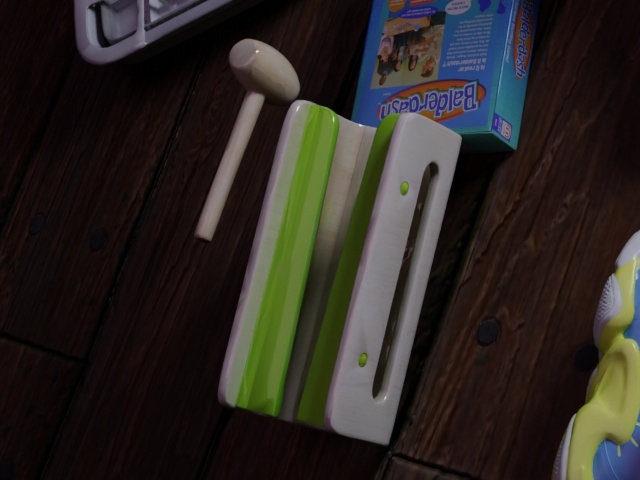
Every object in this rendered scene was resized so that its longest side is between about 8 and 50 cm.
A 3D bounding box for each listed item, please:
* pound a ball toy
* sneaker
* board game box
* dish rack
[{"bbox_3d":[0.000,0.000,1.550,0.208,0.136,0.319,9,82,36],"label":"pound a ball toy"},{"bbox_3d":[0.264,0.111,1.360,0.126,0.091,0.240,13,78,22],"label":"sneaker"},{"bbox_3d":[0.115,-0.180,1.619,0.160,0.047,0.210,-1,69,37],"label":"board game box"},{"bbox_3d":[-0.111,-0.335,1.853,0.333,0.072,0.285,-23,56,29],"label":"dish rack"}]
